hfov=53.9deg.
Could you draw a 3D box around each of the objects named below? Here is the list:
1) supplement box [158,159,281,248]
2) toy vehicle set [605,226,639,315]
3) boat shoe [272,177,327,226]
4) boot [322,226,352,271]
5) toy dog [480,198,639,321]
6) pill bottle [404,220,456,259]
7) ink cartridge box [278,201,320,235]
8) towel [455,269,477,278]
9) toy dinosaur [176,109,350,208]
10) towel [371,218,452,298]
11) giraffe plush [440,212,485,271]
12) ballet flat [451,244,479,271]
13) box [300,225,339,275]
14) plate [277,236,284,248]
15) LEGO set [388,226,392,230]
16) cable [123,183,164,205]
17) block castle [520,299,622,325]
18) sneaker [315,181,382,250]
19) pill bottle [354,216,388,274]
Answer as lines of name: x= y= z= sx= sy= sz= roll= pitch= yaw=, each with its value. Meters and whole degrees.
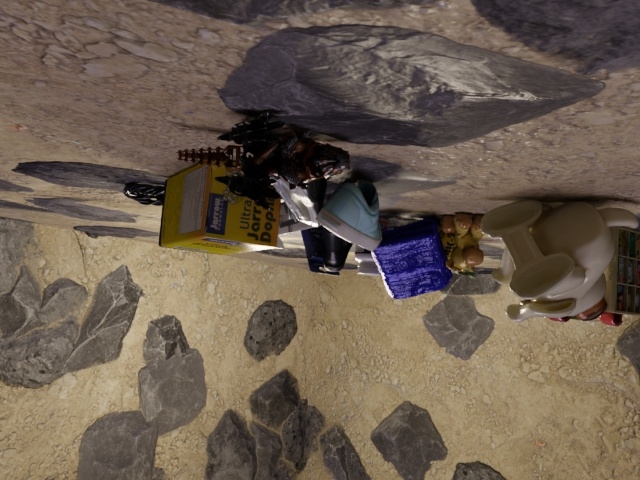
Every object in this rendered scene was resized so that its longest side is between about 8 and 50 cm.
supplement box: x=-0.268 y=-0.076 z=1.639 sx=0.195 sy=0.194 sz=0.356 roll=9 pitch=172 yaw=-30
toy vehicle set: x=0.949 y=0.096 z=1.958 sx=0.166 sy=0.267 sz=0.035 roll=8 pitch=173 yaw=-34
boat shoe: x=-0.048 y=-0.115 z=1.544 sx=0.103 sy=0.118 sz=0.320 roll=9 pitch=170 yaw=9
boot: x=0.061 y=-0.055 z=1.905 sx=0.094 sy=0.247 sz=0.207 roll=10 pitch=139 yaw=9
toy dog: x=0.661 y=0.063 z=1.736 sx=0.395 sy=0.285 sz=0.408 roll=-32 pitch=141 yaw=7
pill bottle: x=0.382 y=-0.002 z=2.122 sx=0.208 sy=0.119 sz=0.119 roll=8 pitch=172 yaw=-32
ink cartridge box: x=-0.131 y=-0.062 z=1.838 sx=0.217 sy=0.092 sz=0.158 roll=-12 pitch=-175 yaw=-40
towel: x=0.403 y=0.050 z=2.317 sx=0.324 sy=0.038 sz=0.248 roll=30 pitch=-171 yaw=29
toy dinosaur: x=-0.109 y=-0.148 z=1.214 sx=0.321 sy=0.164 sz=0.218 roll=-18 pitch=-174 yaw=8
towel: x=0.298 y=0.074 z=2.035 sx=0.227 sy=0.076 sz=0.308 roll=-19 pitch=136 yaw=8
giraffe plush: x=0.459 y=0.014 z=1.993 sx=0.181 sy=0.171 sz=0.210 roll=5 pitch=173 yaw=-9
ballet flat: x=0.518 y=0.066 z=2.568 sx=0.116 sy=0.124 sz=0.342 roll=9 pitch=172 yaw=-29
box: x=0.000 y=0.000 z=2.002 sx=0.136 sy=0.225 sz=0.036 roll=11 pitch=146 yaw=-43
plate: x=-0.256 y=-0.058 z=2.037 sx=0.277 sy=0.045 sz=0.278 roll=28 pitch=-179 yaw=10
LEGO set: x=0.263 y=0.012 z=2.206 sx=0.093 sy=0.087 sz=0.227 roll=43 pitch=175 yaw=-24
cable: x=-0.507 y=-0.137 z=1.900 sx=0.184 sy=0.047 sz=0.150 roll=5 pitch=173 yaw=-1
block castle: x=0.885 y=0.132 z=2.146 sx=0.453 sy=0.303 sz=0.212 roll=9 pitch=171 yaw=-40
sneaker: x=0.113 y=-0.069 z=1.630 sx=0.135 sy=0.150 sz=0.366 roll=37 pitch=-172 yaw=14
pill bottle: x=0.171 y=0.019 z=2.124 sx=0.108 sy=0.194 sz=0.108 roll=4 pitch=173 yaw=0
